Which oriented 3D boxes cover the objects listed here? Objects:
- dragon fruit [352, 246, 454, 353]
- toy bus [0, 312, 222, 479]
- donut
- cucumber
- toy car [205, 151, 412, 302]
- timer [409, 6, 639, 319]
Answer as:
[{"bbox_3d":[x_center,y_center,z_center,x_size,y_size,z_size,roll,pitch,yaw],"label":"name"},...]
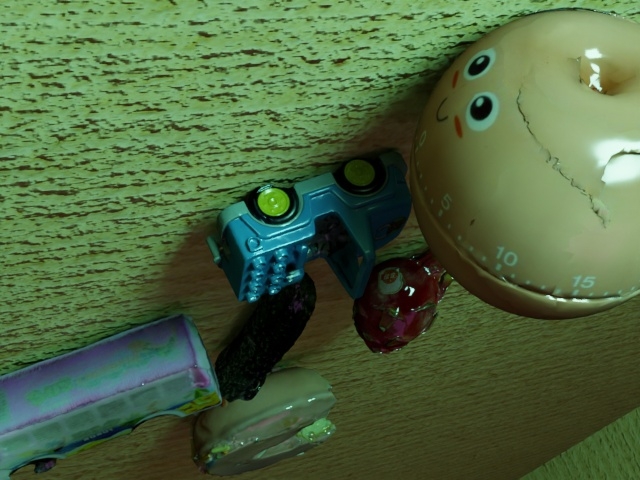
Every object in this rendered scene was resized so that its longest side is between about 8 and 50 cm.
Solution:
[{"bbox_3d":[0.102,0.041,1.373,0.190,0.094,0.094,-50,153,11],"label":"dragon fruit"},{"bbox_3d":[-0.244,0.160,1.280,0.273,0.090,0.112,-20,153,-6],"label":"toy bus"},{"bbox_3d":[-0.079,0.238,1.654,0.199,0.085,0.233,-20,160,-9],"label":"donut"},{"bbox_3d":[-0.051,0.096,1.359,0.067,0.067,0.245,-10,155,-30],"label":"cucumber"},{"bbox_3d":[0.000,0.000,1.111,0.191,0.100,0.097,-20,157,-18],"label":"toy car"},{"bbox_3d":[0.184,-0.059,0.973,0.229,0.230,0.215,-12,148,-26],"label":"timer"}]
